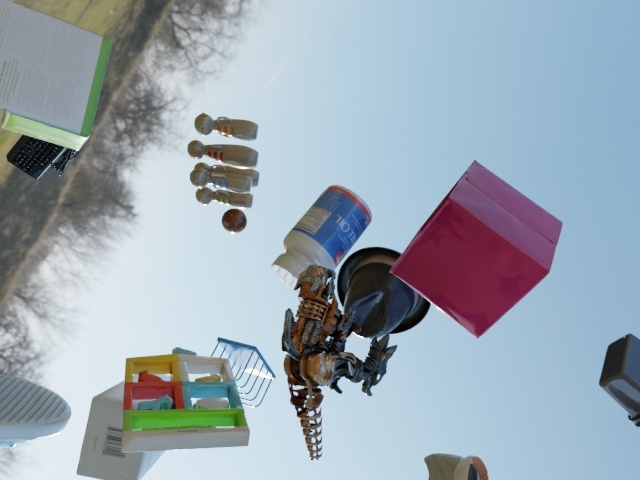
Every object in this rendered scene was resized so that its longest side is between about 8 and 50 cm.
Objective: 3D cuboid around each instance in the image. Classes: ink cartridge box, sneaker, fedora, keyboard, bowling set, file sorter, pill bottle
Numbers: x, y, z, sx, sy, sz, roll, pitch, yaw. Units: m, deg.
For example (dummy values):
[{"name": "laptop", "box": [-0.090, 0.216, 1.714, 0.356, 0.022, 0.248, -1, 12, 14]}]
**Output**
[{"name": "ink cartridge box", "box": [-0.501, -0.284, 0.961, 0.097, 0.255, 0.188, -14, -115, 56]}, {"name": "sneaker", "box": [0.229, 0.518, 1.057, 0.121, 0.099, 0.262, -2, -107, 42]}, {"name": "fedora", "box": [0.170, 0.187, 1.749, 0.334, 0.334, 0.152, -33, -167, 39]}, {"name": "keyboard", "box": [-0.506, -0.184, 1.104, 0.192, 0.100, 0.038, -39, -144, 22]}, {"name": "sneaker", "box": [-0.602, 0.307, 0.928, 0.135, 0.366, 0.150, 47, -63, 48]}, {"name": "bowling set", "box": [-0.219, -0.124, 1.224, 0.287, 0.154, 0.199, 102, -4, -67]}, {"name": "file sorter", "box": [-0.213, 0.351, 1.534, 0.118, 0.170, 0.104, 9, -126, 24]}, {"name": "pill bottle", "box": [0.000, 0.000, 1.211, 0.221, 0.124, 0.124, -51, -158, -21]}]

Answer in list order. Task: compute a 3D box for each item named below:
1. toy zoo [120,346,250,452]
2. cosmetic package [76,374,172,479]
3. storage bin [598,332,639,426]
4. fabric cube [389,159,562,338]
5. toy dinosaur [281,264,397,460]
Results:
[{"name": "toy zoo", "box": [-0.241, 0.262, 1.006, 0.293, 0.192, 0.030, -137, -127, -66]}, {"name": "cosmetic package", "box": [-0.480, 0.480, 1.538, 0.365, 0.155, 0.196, 99, 2, -86]}, {"name": "storage bin", "box": [0.531, 0.223, 0.972, 0.135, 0.091, 0.098, -48, 176, -43]}, {"name": "fabric cube", "box": [0.366, 0.015, 1.362, 0.259, 0.258, 0.254, -45, 170, -51]}, {"name": "toy dinosaur", "box": [-0.003, 0.213, 1.053, 0.164, 0.218, 0.321, 24, -84, 41]}]
